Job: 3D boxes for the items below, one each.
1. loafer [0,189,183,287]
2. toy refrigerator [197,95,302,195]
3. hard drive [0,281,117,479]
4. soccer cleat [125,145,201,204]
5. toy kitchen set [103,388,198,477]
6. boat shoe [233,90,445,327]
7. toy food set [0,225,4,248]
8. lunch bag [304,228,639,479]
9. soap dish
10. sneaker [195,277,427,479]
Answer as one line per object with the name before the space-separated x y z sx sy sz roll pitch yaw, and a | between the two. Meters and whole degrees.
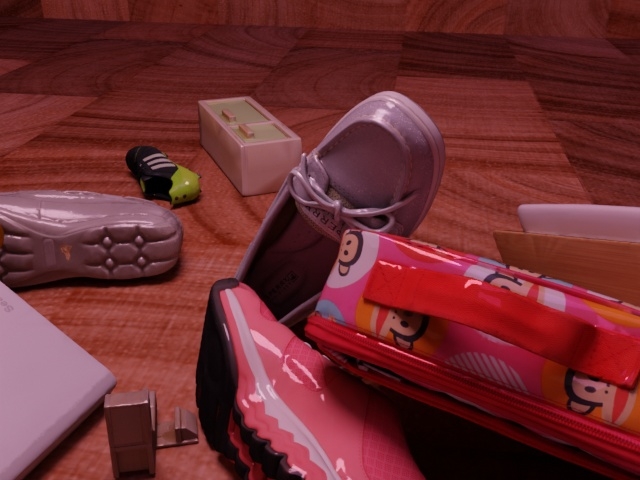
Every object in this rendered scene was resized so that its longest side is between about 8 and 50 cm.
loafer | -0.330 -0.007 0.827 0.320 0.112 0.111 4 21 -10
toy refrigerator | -0.127 -0.173 1.160 0.102 0.094 0.269 -10 29 -20
hard drive | -0.328 0.140 0.503 0.203 0.040 0.307 38 35 2
soccer cleat | -0.261 -0.104 1.061 0.179 0.060 0.072 26 38 35
toy kitchen set | -0.139 0.139 0.569 0.068 0.075 0.083 -4 27 -11
boat shoe | -0.002 -0.001 0.631 0.118 0.320 0.103 44 43 2
toy food set | -0.420 0.062 0.669 0.105 0.111 0.232 5 35 10
lunch bag | 0.144 0.083 0.501 0.293 0.120 0.258 18 -10 27
soap dish | 0.340 0.030 0.636 0.229 0.118 0.291 2 3 -21
sneaker | -0.011 0.144 0.555 0.136 0.115 0.314 -1 32 -28
